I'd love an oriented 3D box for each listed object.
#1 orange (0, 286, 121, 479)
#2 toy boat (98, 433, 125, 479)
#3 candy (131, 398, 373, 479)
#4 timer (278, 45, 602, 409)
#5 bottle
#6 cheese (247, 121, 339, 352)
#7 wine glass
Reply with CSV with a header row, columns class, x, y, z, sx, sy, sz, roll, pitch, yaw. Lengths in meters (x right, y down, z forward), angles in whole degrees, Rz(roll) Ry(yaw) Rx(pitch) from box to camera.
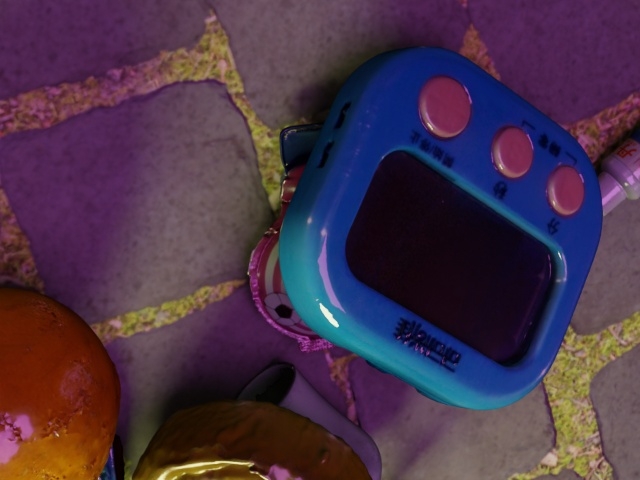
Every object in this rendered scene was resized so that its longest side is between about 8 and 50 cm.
class,x,y,z,sx,sy,sz,roll,pitch,yaw
orange,-0.302,0.155,1.437,0.240,0.240,0.240,-7,111,-19
toy boat,-0.255,0.287,1.574,0.097,0.100,0.223,-9,112,-49
candy,-0.068,0.273,1.572,0.260,0.118,0.259,8,128,10
timer,0.121,-0.010,1.566,0.340,0.115,0.309,31,74,-31
bottle,0.345,-0.083,1.700,0.217,0.060,0.060,-43,118,-4
cheese,0.000,0.000,1.597,0.155,0.062,0.244,-7,109,-17
wine glass,0.007,0.235,1.663,0.103,0.103,0.231,-44,114,-2
